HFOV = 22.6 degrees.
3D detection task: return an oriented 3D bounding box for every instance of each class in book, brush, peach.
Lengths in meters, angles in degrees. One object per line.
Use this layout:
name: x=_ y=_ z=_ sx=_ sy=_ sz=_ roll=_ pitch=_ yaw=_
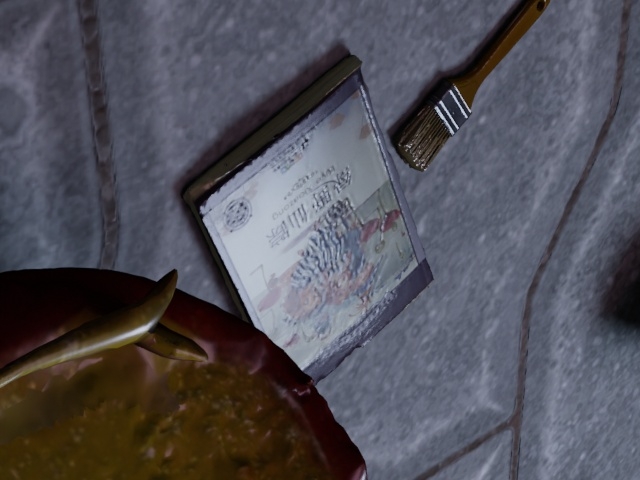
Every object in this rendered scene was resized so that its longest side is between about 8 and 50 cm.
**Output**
book: x=0.001 y=0.000 z=1.137 sx=0.157 sy=0.026 sz=0.231 roll=-40 pitch=138 yaw=-18
brush: x=0.115 y=-0.123 z=1.179 sx=0.170 sy=0.014 sz=0.043 roll=-50 pitch=139 yaw=-9
peach: x=-0.182 y=0.200 z=0.865 sx=0.406 sy=0.310 sz=0.335 roll=-43 pitch=103 yaw=-32
